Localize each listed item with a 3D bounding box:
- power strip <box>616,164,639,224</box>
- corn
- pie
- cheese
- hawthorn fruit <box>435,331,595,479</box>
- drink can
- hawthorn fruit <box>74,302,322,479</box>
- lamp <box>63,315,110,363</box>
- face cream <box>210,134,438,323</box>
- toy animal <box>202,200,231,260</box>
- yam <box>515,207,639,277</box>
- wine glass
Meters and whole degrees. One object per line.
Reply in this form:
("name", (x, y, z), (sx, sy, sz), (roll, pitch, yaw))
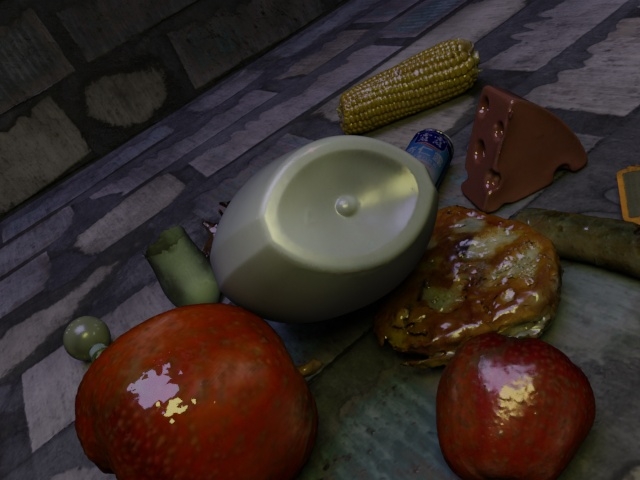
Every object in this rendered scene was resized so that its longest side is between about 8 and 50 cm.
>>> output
("power strip", (0.471, -0.053, 0.837), (0.049, 0.028, 0.178), (-9, 35, 29))
("corn", (0.217, -0.384, 1.437), (0.387, 0.144, 0.144), (-21, 31, 11))
("pie", (0.207, 0.066, 0.817), (0.308, 0.086, 0.308), (-21, 33, 14))
("cheese", (0.370, -0.158, 1.008), (0.176, 0.203, 0.128), (1, 24, -11))
("hawthorn fruit", (0.190, 0.201, 0.588), (0.162, 0.163, 0.204), (0, 55, 39))
("drink can", (0.184, -0.117, 1.103), (0.097, 0.097, 0.235), (-3, 39, 36))
("hawthorn fruit", (-0.132, 0.212, 0.704), (0.299, 0.276, 0.275), (-23, 28, -17))
("lamp", (-0.448, 0.217, 1.138), (0.163, 0.091, 0.091), (29, 60, 37))
("face cream", (0.000, 0.000, 0.805), (0.312, 0.220, 0.357), (-19, -10, -16))
("toy animal", (-0.223, 0.039, 1.236), (0.260, 0.087, 0.243), (-38, 45, -19))
("yam", (0.400, 0.008, 0.767), (0.067, 0.071, 0.317), (-3, 13, -36))
("wine glass", (-0.224, 0.082, 1.010), (0.103, 0.222, 0.103), (-18, 31, 11))
